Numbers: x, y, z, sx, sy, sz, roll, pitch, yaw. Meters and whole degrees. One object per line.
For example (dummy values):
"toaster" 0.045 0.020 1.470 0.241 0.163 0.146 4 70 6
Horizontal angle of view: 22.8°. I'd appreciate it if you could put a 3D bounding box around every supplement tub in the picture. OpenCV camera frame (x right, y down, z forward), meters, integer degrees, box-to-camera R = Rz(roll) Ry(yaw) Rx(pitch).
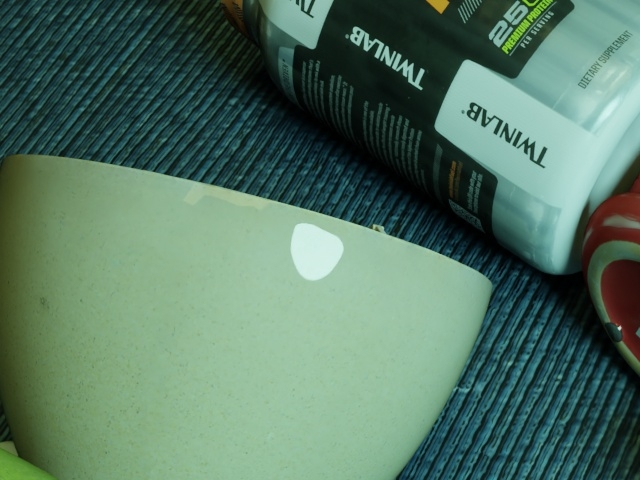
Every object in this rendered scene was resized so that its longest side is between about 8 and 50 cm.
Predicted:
"supplement tub" 0.093 -0.133 1.091 0.316 0.194 0.193 35 57 24

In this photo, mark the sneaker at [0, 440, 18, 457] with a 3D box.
"sneaker" -0.277 0.126 0.894 0.240 0.126 0.091 -10 32 -10

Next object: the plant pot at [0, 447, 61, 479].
"plant pot" -0.138 0.223 0.703 0.293 0.275 0.275 19 50 -10

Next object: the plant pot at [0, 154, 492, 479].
"plant pot" -0.062 0.083 0.885 0.284 0.284 0.191 13 83 8

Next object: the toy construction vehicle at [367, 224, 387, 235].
"toy construction vehicle" 0.000 0.000 1.047 0.085 0.098 0.035 15 84 -11

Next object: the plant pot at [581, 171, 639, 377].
"plant pot" 0.269 0.006 0.987 0.174 0.191 0.191 -33 59 -20
